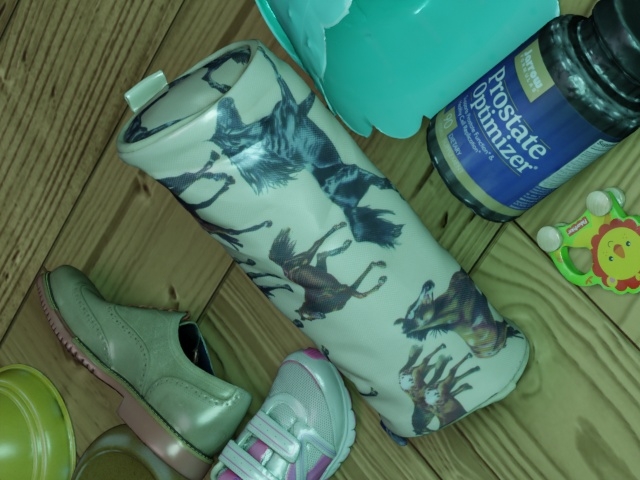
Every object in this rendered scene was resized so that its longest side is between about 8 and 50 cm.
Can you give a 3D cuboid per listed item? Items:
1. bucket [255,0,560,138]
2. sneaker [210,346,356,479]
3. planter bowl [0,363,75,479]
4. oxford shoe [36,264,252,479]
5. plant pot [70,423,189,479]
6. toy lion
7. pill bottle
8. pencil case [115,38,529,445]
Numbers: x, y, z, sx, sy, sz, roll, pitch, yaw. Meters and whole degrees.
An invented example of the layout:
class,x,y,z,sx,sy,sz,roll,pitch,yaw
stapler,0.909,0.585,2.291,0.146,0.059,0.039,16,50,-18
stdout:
class,x,y,z,sx,sy,sz,roll,pitch,yaw
bucket,0.073,-0.251,1.445,0.281,0.281,0.183,-55,53,28
sneaker,-0.047,0.231,1.654,0.103,0.111,0.252,27,108,39
planter bowl,-0.406,0.264,1.993,0.217,0.090,0.217,1,92,42
oxford shoe,-0.195,0.120,1.810,0.130,0.123,0.348,-48,56,1
plant pot,-0.225,0.332,1.870,0.236,0.032,0.236,0,91,43
toy lion,0.256,0.008,1.437,0.100,0.034,0.096,-38,74,36
pill bottle,0.208,-0.120,1.412,0.219,0.123,0.122,-39,65,33
pencil case,0.000,0.000,1.437,0.410,0.160,0.183,47,154,-19
